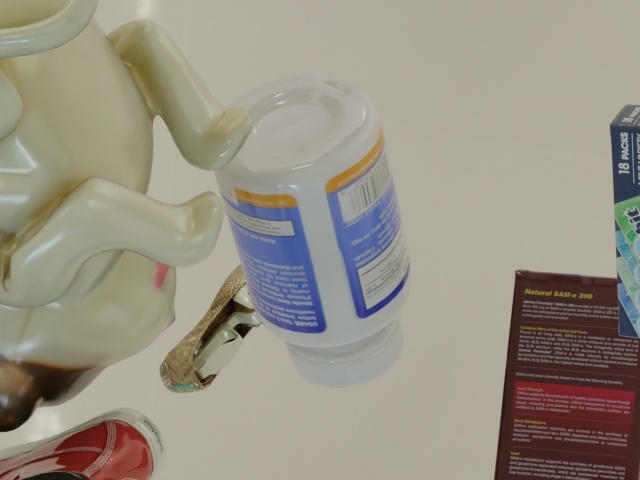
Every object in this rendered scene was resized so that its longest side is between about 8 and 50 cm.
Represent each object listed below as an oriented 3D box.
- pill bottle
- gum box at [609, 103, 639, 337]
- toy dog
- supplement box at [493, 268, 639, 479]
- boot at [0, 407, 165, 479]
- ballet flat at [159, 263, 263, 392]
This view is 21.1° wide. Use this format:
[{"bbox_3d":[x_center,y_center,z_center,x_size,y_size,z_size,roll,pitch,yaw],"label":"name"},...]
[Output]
[{"bbox_3d":[0.000,0.000,1.554,0.152,0.272,0.152,-8,40,7],"label":"pill bottle"},{"bbox_3d":[0.283,-0.004,1.108,0.184,0.157,0.041,6,28,26],"label":"gum box"},{"bbox_3d":[-0.245,-0.044,1.272,0.395,0.408,0.284,-14,39,3],"label":"toy dog"},{"bbox_3d":[0.231,0.152,1.570,0.130,0.073,0.239,5,70,12],"label":"supplement box"},{"bbox_3d":[-0.250,0.219,1.302,0.088,0.244,0.176,59,24,-4],"label":"boot"},{"bbox_3d":[-0.104,0.101,2.007,0.067,0.073,0.206,10,55,44],"label":"ballet flat"}]
